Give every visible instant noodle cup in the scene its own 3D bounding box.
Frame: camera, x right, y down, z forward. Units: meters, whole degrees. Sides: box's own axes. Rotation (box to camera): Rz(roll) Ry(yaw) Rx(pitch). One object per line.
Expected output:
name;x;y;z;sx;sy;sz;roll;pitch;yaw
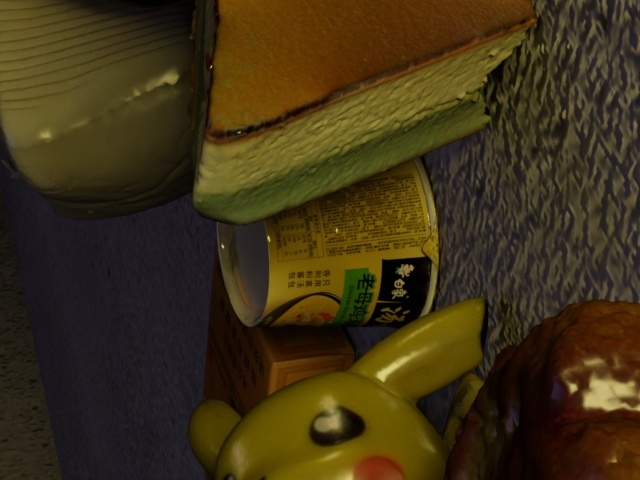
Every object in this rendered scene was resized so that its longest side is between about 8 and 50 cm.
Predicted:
instant noodle cup;0.000;0.000;0.967;0.151;0.122;0.151;171;90;-70

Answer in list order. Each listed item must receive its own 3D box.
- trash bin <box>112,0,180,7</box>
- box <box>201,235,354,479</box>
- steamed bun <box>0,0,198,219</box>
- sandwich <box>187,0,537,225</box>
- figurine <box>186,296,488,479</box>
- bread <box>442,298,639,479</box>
trash bin;-0.125;-0.293;1.102;0.334;0.214;0.214;-156;61;-63
box;-0.046;0.149;1.222;0.174;0.076;0.274;-116;27;-48
steamed bun;-0.202;-0.159;1.339;0.383;0.247;0.236;-116;7;-45
sandwich;0.021;-0.101;0.776;0.108;0.186;0.220;107;167;-50
figurine;0.044;0.188;0.783;0.169;0.218;0.326;21;-140;-64
bread;0.128;0.142;0.601;0.232;0.135;0.246;-91;17;-59
